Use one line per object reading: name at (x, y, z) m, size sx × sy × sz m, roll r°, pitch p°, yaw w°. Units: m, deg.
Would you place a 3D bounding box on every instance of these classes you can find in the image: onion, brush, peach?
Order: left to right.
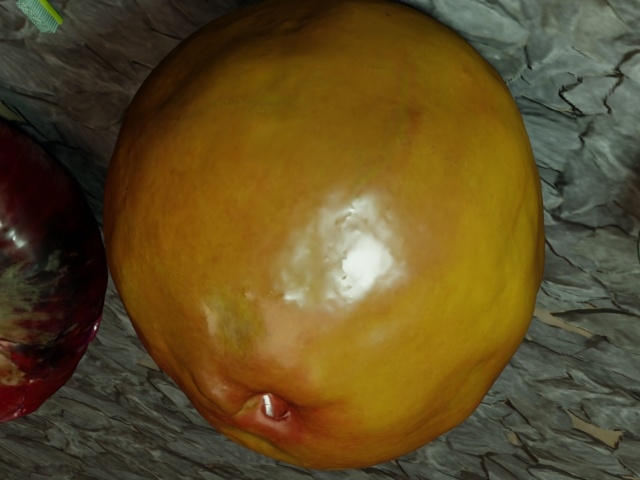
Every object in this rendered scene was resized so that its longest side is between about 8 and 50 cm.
onion at (-0.369, 0.008, 1.793) m, size 0.347 × 0.285 × 0.348 m, roll -2°, pitch 119°, yaw -4°
brush at (-0.236, -0.198, 1.523) m, size 0.018 × 0.021 × 0.083 m, roll 10°, pitch 149°, yaw 34°
peach at (0.000, 0.000, 1.358) m, size 0.342 × 0.302 × 0.343 m, roll 22°, pitch 154°, yaw 11°

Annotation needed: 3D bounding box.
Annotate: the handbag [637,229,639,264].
handbag at (0.362, -0.042, 1.244) m, size 0.241 × 0.109 × 0.315 m, roll 27°, pitch 140°, yaw -4°
